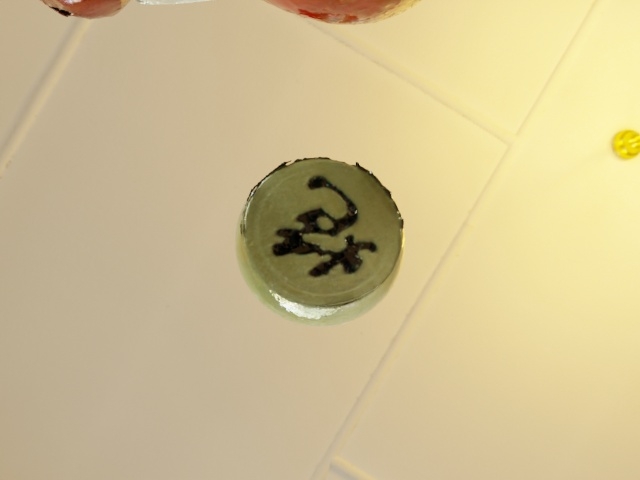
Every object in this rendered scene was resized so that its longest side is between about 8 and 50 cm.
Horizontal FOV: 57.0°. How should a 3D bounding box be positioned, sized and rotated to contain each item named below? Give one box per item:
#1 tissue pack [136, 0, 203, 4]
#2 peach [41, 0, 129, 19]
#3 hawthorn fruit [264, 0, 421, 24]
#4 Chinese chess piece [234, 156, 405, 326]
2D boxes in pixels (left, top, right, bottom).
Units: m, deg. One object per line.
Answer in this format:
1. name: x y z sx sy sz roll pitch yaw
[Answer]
1. tissue pack: -0.176 -0.463 0.691 0.242 0.160 0.338 10 -82 23
2. peach: -0.398 -0.498 0.942 0.238 0.281 0.281 -7 -87 -15
3. hawthorn fruit: 0.010 -0.262 0.427 0.231 0.235 0.263 -8 -93 33
4. Chinese chess piece: 0.000 0.000 1.206 0.349 0.146 0.349 2 -113 -4
